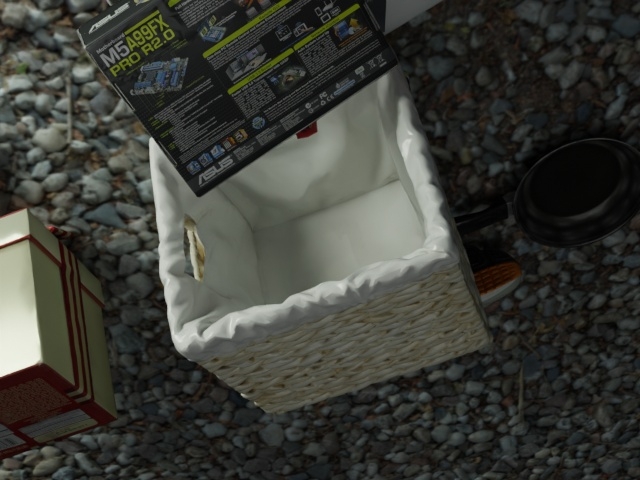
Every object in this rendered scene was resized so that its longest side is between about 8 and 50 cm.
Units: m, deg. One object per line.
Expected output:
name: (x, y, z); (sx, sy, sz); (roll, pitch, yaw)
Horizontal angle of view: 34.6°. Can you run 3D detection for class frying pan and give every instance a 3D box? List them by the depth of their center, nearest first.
frying pan: (0.314, -0.040, 1.478); (0.326, 0.053, 0.197); (-30, 129, 17)

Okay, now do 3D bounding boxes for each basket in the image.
basket: (0.000, 0.000, 1.244); (0.331, 0.328, 0.266); (-20, 144, 9)

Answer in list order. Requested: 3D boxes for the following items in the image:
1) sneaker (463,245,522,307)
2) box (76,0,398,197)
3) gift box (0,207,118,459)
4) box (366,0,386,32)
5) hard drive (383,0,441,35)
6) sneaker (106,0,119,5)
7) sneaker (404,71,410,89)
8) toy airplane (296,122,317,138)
sneaker: (0.187, 0.098, 1.554); (0.262, 0.099, 0.121); (-22, 138, 19)
box: (-0.080, -0.203, 1.080); (0.270, 0.060, 0.216); (-34, 125, 1)
gift box: (-0.428, 0.132, 1.360); (0.255, 0.258, 0.276); (-17, 150, 1)
box: (-0.042, -0.310, 1.117); (0.233, 0.059, 0.183); (-5, 130, -6)
hard drive: (0.046, -0.344, 1.173); (0.353, 0.047, 0.233); (-29, 128, 15)
sneaker: (-0.207, -0.361, 1.040); (0.102, 0.161, 0.282); (-12, 130, 2)
sneaker: (0.092, -0.178, 1.329); (0.031, 0.035, 0.083); (9, 128, -16)
toy airplane: (-0.051, -0.175, 1.189); (0.151, 0.151, 0.028); (-19, 162, 5)
